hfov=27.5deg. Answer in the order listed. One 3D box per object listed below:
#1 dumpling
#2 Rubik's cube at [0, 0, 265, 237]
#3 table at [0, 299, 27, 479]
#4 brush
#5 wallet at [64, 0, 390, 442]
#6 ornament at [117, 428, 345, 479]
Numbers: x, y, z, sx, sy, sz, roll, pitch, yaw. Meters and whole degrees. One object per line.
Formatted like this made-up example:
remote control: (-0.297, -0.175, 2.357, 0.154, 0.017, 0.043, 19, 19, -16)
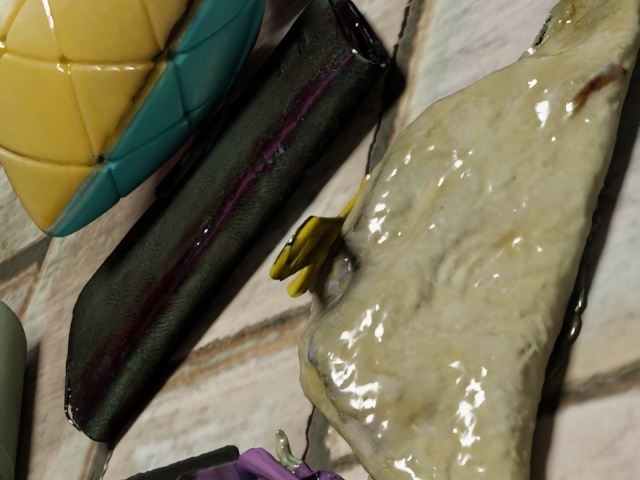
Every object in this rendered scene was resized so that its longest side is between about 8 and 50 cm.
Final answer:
dumpling: (0.052, 0.005, 0.606, 0.166, 0.086, 0.332, -15, 46, 50)
Rubik's cube: (-0.133, -0.107, 0.940, 0.254, 0.254, 0.254, -40, 32, 31)
table: (-0.288, 0.146, 0.972, 0.126, 0.126, 0.220, -45, 30, 23)
brush: (0.000, 0.000, 0.653, 0.082, 0.010, 0.218, -54, -5, 7)
wallet: (-0.074, -0.027, 0.885, 0.318, 0.045, 0.172, -51, 24, 16)
ornament: (-0.026, 0.128, 0.533, 0.203, 0.081, 0.088, -19, 88, 64)
